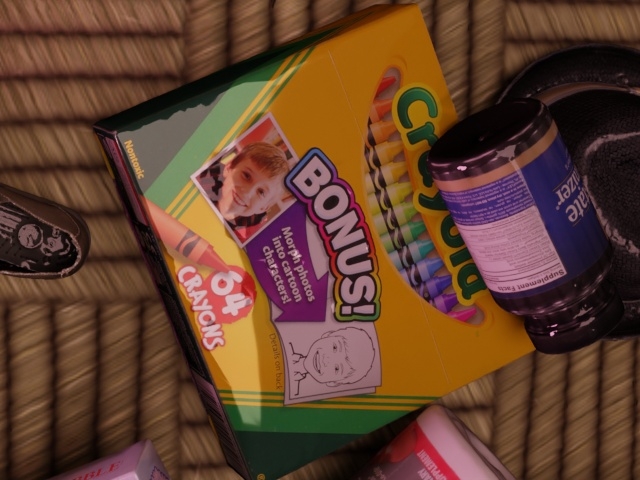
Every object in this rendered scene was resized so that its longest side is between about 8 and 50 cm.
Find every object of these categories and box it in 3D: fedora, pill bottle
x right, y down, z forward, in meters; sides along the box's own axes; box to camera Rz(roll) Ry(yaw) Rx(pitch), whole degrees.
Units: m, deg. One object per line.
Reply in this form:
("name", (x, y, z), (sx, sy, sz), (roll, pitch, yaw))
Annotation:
("fedora", (0.317, -0.039, 1.634), (0.334, 0.152, 0.334), (-3, 99, -19))
("pill bottle", (0.194, -0.010, 1.505), (0.122, 0.123, 0.219), (-33, 110, -13))
("pill bottle", (0.053, 0.322, 1.564), (0.318, 0.176, 0.176), (-43, 110, 4))

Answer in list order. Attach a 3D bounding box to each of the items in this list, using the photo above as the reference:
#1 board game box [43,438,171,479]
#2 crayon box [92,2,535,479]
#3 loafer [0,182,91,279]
("board game box", (-0.227, 0.374, 1.469), (0.318, 0.066, 0.318), (-23, 106, 13))
("crayon box", (0.000, 0.000, 1.548), (0.313, 0.106, 0.363), (-25, 105, -15))
("loafer", (-0.316, -0.023, 1.441), (0.251, 0.087, 0.094), (13, 93, -21))
